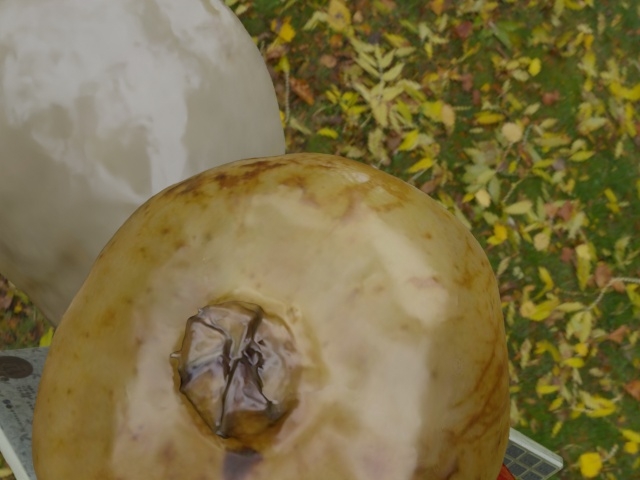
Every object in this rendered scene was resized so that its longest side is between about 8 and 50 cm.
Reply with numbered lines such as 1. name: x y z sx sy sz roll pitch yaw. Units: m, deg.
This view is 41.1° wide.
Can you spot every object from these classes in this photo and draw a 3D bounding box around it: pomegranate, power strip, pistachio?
1. pomegranate: -0.021 0.077 0.415 0.248 0.248 0.248 9 67 -21
2. power strip: 0.283 0.319 1.302 0.169 0.076 0.028 30 39 -11
3. pistachio: -0.221 -0.084 0.908 0.365 0.446 0.281 -1 25 -5

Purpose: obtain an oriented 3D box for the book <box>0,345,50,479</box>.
1. book: -0.235 0.208 1.086 0.379 0.031 0.264 -1 29 -44

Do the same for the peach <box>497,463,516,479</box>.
1. peach: 0.120 0.436 1.198 0.370 0.370 0.370 9 67 -21
